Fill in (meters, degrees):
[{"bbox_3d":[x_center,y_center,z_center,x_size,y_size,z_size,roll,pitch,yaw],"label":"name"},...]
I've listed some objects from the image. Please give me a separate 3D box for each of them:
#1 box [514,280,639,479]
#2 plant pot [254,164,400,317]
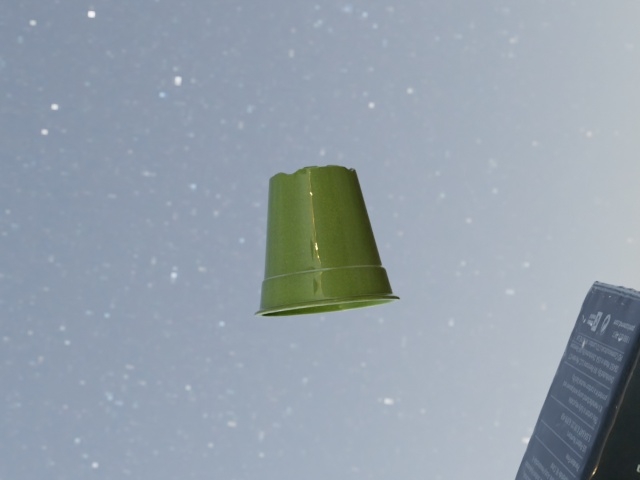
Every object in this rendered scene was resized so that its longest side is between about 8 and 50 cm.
[{"bbox_3d":[0.304,0.271,0.951,0.212,0.293,0.395,-81,12,-89],"label":"box"},{"bbox_3d":[0.000,0.000,0.673,0.083,0.083,0.079,14,-111,-73],"label":"plant pot"}]
